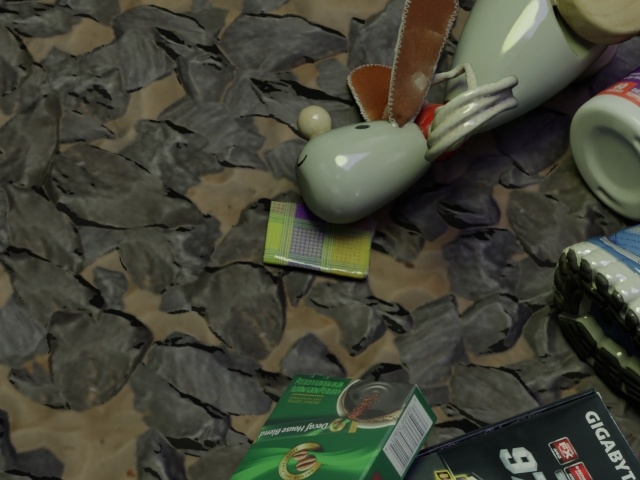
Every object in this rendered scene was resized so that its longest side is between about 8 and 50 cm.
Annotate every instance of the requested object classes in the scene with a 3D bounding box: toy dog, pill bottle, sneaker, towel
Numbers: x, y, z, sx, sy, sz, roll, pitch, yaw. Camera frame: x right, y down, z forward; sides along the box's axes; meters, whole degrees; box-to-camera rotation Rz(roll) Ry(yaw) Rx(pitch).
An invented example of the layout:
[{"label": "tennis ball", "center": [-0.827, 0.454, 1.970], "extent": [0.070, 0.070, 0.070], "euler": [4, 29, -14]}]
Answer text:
[{"label": "toy dog", "center": [0.110, -0.161, 1.498], "extent": [0.333, 0.220, 0.161], "euler": [-31, 84, -39]}, {"label": "pill bottle", "center": [0.300, -0.106, 1.533], "extent": [0.193, 0.108, 0.108], "euler": [-34, 67, -27]}, {"label": "sneaker", "center": [0.321, 0.099, 1.387], "extent": [0.147, 0.130, 0.330], "euler": [-29, 65, -22]}, {"label": "towel", "center": [0.000, 0.000, 1.475], "extent": [0.083, 0.009, 0.060], "euler": [9, 56, -2]}]

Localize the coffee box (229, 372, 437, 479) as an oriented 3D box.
[{"label": "coffee box", "center": [-0.009, 0.172, 1.306], "extent": [0.113, 0.040, 0.184], "euler": [3, 46, 39]}]

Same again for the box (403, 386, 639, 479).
[{"label": "box", "center": [0.162, 0.226, 1.322], "extent": [0.175, 0.051, 0.220], "euler": [-17, 60, -19]}]
